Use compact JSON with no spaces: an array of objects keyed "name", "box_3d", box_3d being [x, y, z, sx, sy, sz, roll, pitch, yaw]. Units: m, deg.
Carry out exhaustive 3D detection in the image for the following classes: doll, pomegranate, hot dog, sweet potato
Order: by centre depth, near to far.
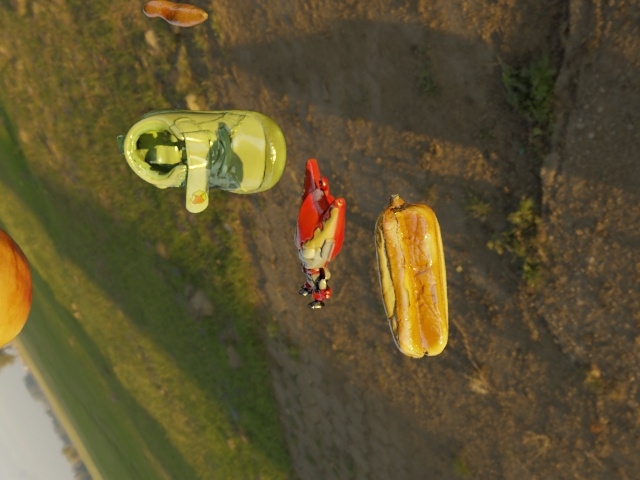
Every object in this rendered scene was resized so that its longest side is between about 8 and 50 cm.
[{"name":"pomegranate","box_3d":[-0.434,0.058,0.845,0.191,0.191,0.191,45,152,32]},{"name":"doll","box_3d":[0.000,0.000,0.866,0.109,0.057,0.169,-121,25,-53]},{"name":"hot dog","box_3d":[0.137,0.051,1.096,0.076,0.102,0.249,104,159,-82]},{"name":"sweet potato","box_3d":[-0.330,-0.515,1.666,0.202,0.055,0.058,17,124,28]}]

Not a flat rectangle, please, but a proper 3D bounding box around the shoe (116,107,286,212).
[{"name":"shoe","box_3d":[-0.185,-0.128,1.133,0.262,0.128,0.140,13,124,16]}]
